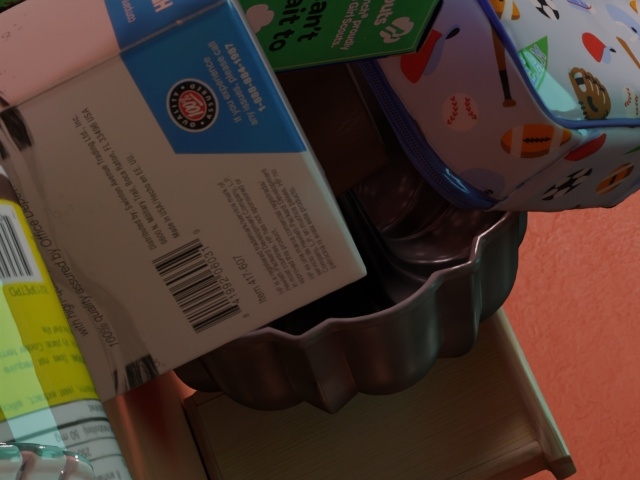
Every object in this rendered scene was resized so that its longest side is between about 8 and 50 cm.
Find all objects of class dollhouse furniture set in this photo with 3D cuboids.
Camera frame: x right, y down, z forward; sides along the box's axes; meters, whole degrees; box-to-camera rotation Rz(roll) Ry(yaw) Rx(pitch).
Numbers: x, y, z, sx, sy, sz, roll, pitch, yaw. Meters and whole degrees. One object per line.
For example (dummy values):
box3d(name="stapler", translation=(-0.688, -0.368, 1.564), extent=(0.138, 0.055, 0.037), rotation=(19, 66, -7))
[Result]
box3d(name="dollhouse furniture set", translation=(0.077, 0.199, 1.435), extent=(0.394, 0.256, 0.362), rotation=(57, 10, -66))

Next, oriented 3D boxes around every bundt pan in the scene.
box3d(name="bundt pan", translation=(0.000, 0.000, 1.241), extent=(0.331, 0.330, 0.124), rotation=(-109, -177, -50))

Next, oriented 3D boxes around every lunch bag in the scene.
box3d(name="lunch bag", translation=(0.123, -0.139, 1.098), extent=(0.303, 0.115, 0.243), rotation=(-4, 59, -58))

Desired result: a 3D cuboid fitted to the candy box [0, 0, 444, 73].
box3d(name="candy box", translation=(-0.114, -0.217, 0.892), extent=(0.122, 0.317, 0.268), rotation=(117, -44, -56))

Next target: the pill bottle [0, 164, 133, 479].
box3d(name="pill bottle", translation=(-0.118, 0.085, 0.530), extent=(0.117, 0.117, 0.215), rotation=(43, 23, -80))

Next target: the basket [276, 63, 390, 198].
box3d(name="basket", translation=(-0.084, -0.063, 1.076), extent=(0.154, 0.226, 0.204), rotation=(53, 13, -72))

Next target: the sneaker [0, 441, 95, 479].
box3d(name="sneaker", translation=(-0.128, 0.087, 0.411), extent=(0.065, 0.166, 0.076), rotation=(-8, -100, 52))

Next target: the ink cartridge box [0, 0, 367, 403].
box3d(name="ink cartridge box", translation=(-0.105, -0.014, 0.688), extent=(0.086, 0.203, 0.148), rotation=(-112, 176, -52))
